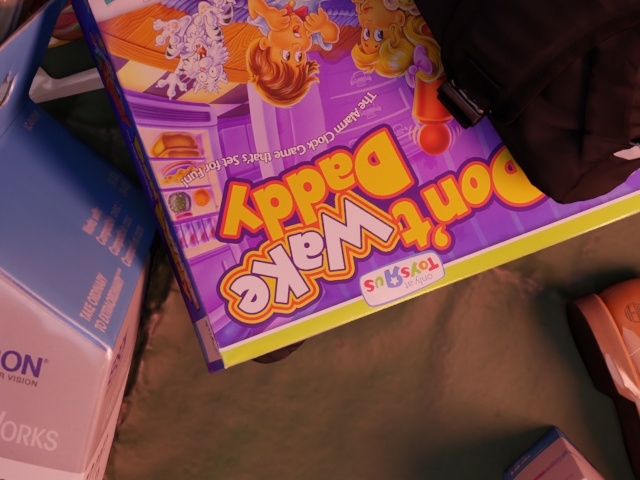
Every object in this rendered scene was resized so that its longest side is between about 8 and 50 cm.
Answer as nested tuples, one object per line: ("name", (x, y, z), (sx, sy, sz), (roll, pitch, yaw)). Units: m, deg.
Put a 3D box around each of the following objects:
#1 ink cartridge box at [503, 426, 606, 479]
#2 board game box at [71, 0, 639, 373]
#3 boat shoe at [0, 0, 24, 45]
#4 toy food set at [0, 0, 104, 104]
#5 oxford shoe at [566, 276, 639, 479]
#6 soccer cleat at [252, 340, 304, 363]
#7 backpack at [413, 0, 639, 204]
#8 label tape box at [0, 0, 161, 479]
("ink cartridge box", (0.165, 0.177, 1.107), (0.052, 0.122, 0.088), (-42, 97, 4))
("board game box", (0.060, -0.093, 1.029), (0.347, 0.078, 0.233), (-21, 88, -12))
("boat shoe", (-0.334, -0.144, 1.019), (0.324, 0.116, 0.123), (-5, 98, 19))
("toy food set", (-0.179, -0.183, 1.070), (0.128, 0.071, 0.218), (-6, 99, -1))
("oxford shoe", (0.231, 0.122, 1.129), (0.076, 0.076, 0.212), (-23, 99, -9))
("soccer cleat", (0.000, 0.000, 1.101), (0.060, 0.072, 0.179), (32, 97, -6))
("backpack", (0.189, -0.205, 0.843), (0.273, 0.355, 0.290), (-32, 90, -18))
("label tape box", (-0.160, 0.060, 0.992), (0.115, 0.249, 0.348), (16, 108, -3))
